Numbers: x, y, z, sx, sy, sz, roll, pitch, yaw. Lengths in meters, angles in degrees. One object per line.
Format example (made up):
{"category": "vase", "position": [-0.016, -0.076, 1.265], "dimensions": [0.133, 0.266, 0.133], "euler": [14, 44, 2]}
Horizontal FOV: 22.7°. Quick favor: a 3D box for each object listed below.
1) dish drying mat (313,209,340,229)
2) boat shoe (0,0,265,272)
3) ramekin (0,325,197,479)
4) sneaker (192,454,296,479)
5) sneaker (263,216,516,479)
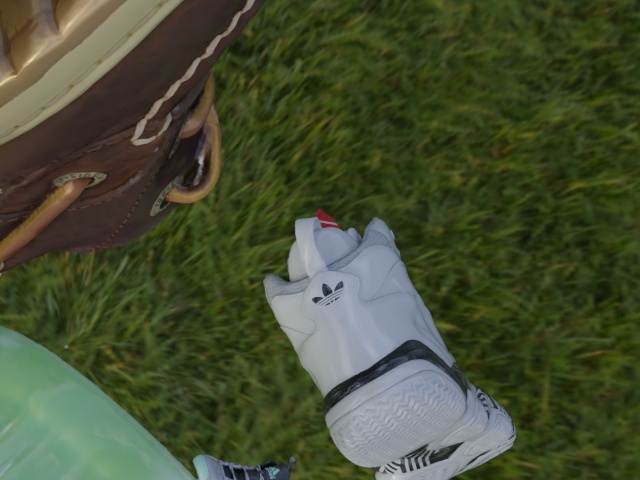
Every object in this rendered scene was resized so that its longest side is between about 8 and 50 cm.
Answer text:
{"category": "dish drying mat", "position": [0.000, 0.000, 1.596], "dimensions": [0.032, 0.083, 0.008], "euler": [44, 122, -15]}
{"category": "boat shoe", "position": [-0.086, -0.054, 0.438], "dimensions": [0.123, 0.342, 0.123], "euler": [3, 61, -45]}
{"category": "ramekin", "position": [-0.135, 0.204, 0.798], "dimensions": [0.148, 0.303, 0.303], "euler": [-41, 93, -24]}
{"category": "sneaker", "position": [-0.051, 0.178, 1.205], "dimensions": [0.069, 0.098, 0.038], "euler": [-26, 53, 5]}
{"category": "sneaker", "position": [0.064, 0.104, 1.437], "dimensions": [0.137, 0.366, 0.210], "euler": [-27, 69, 7]}
